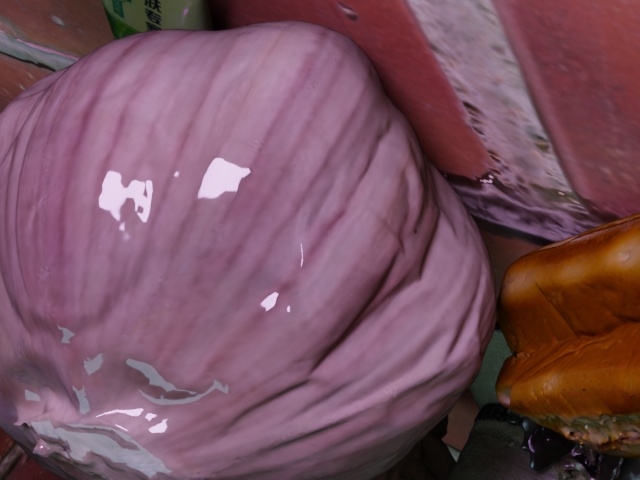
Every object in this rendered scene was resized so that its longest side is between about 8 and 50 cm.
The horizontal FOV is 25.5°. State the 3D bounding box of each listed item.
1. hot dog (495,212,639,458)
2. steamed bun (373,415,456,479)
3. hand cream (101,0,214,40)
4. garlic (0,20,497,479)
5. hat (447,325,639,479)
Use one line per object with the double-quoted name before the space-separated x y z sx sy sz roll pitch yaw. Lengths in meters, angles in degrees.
"hot dog" 0.155 0.046 0.673 0.072 0.115 0.269 12 171 -15
"steamed bun" -0.007 0.152 1.082 0.218 0.144 0.211 36 -151 -16
"hand cream" -0.094 -0.118 0.843 0.095 0.046 0.175 32 161 20
"garlic" -0.066 0.033 0.777 0.317 0.259 0.317 13 128 17
"hat" 0.163 0.186 0.982 0.257 0.130 0.257 33 162 12
